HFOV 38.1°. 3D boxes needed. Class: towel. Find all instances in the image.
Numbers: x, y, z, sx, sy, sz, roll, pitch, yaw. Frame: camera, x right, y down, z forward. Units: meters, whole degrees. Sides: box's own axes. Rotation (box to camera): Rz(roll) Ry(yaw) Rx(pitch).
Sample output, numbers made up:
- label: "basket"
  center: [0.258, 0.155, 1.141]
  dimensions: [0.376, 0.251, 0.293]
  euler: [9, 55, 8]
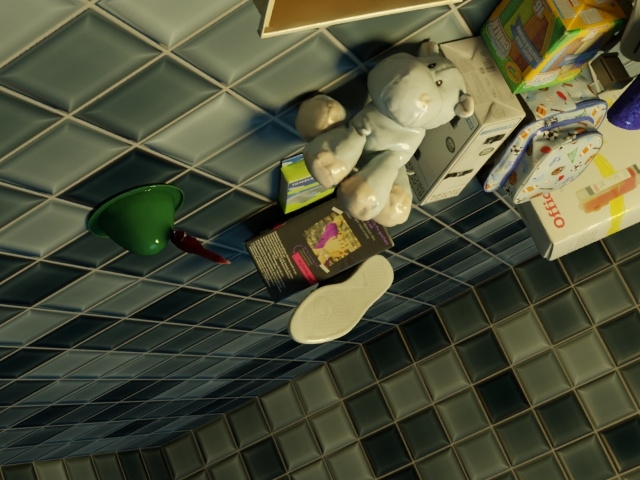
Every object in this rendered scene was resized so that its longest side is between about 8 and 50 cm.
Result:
- label: "towel"
  center: [0.573, -0.301, 1.381]
  dimensions: [0.227, 0.076, 0.308]
  euler: [-40, 169, -47]

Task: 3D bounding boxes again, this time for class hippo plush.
- label: "hippo plush"
  center: [0.135, -0.172, 1.474]
  dimensions: [0.236, 0.234, 0.294]
  euler: [-36, 159, 36]

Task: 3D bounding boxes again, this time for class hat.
- label: "hat"
  center: [-0.282, 0.020, 1.574]
  dimensions: [0.173, 0.184, 0.208]
  euler: [-16, 162, -23]

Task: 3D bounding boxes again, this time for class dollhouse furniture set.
- label: "dollhouse furniture set"
  center: [0.508, -0.354, 1.515]
  dimensions: [0.161, 0.182, 0.101]
  euler: [-13, 160, -32]

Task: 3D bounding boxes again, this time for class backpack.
- label: "backpack"
  center: [0.437, -0.217, 1.828]
  dimensions: [0.263, 0.213, 0.276]
  euler: [-27, 164, -27]

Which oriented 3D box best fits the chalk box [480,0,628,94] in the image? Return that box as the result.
- label: "chalk box"
  center: [0.354, -0.327, 1.478]
  dimensions: [0.132, 0.132, 0.213]
  euler: [-16, 160, -26]

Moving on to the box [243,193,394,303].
- label: "box"
  center: [0.000, 0.000, 1.901]
  dimensions: [0.270, 0.143, 0.165]
  euler: [-26, -176, 4]

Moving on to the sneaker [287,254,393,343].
- label: "sneaker"
  center: [0.014, 0.136, 1.864]
  dimensions: [0.295, 0.104, 0.147]
  euler: [-35, -177, -41]

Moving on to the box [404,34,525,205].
- label: "box"
  center: [0.226, -0.202, 1.622]
  dimensions: [0.087, 0.169, 0.290]
  euler: [-17, 163, -22]

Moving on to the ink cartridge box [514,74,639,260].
- label: "ink cartridge box"
  center: [0.626, -0.163, 2.086]
  dimensions: [0.384, 0.279, 0.160]
  euler: [-25, 163, 2]

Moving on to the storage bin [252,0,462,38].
- label: "storage bin"
  center: [0.056, -0.361, 0.940]
  dimensions: [0.262, 0.123, 0.260]
  euler: [-16, 153, -24]

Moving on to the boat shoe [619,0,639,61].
- label: "boat shoe"
  center: [0.497, -0.355, 1.347]
  dimensions: [0.076, 0.083, 0.226]
  euler: [-63, 178, -24]

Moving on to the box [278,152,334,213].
- label: "box"
  center: [-0.023, -0.116, 1.763]
  dimensions: [0.109, 0.042, 0.178]
  euler: [-21, 164, -11]
